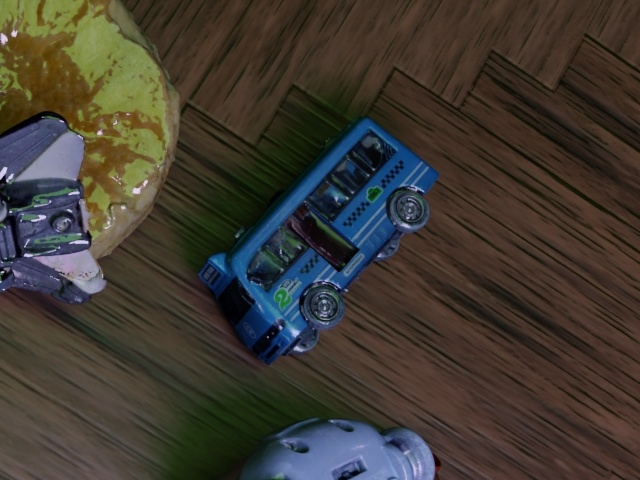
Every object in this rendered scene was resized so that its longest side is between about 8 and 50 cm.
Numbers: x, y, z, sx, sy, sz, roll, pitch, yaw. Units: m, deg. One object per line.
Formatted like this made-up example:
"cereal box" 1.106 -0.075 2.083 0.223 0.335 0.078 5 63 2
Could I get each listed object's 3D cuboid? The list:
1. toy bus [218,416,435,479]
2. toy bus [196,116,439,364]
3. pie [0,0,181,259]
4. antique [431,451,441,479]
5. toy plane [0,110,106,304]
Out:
"toy bus" 0.000 0.318 1.618 0.197 0.232 0.294 -19 81 -49
"toy bus" 0.000 0.000 1.753 0.134 0.113 0.246 43 66 0
"pie" -0.293 -0.125 1.700 0.340 0.083 0.339 3 79 -15
"antique" 0.070 0.245 1.725 0.104 0.104 0.104 4 75 -17
"toy plane" -0.360 -0.007 1.581 0.316 0.103 0.204 -11 124 -10
